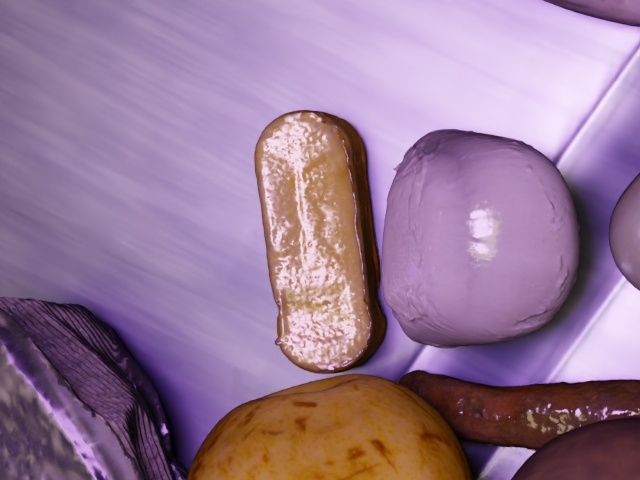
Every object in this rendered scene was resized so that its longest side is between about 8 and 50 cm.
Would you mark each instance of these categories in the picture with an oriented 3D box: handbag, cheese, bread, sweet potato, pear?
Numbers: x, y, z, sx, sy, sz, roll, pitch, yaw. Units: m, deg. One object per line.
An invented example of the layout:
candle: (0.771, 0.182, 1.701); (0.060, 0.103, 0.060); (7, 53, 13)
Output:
handbag: (-0.252, 0.221, 1.571); (0.247, 0.240, 0.341); (-37, 79, 13)
cheese: (0.142, 0.000, 1.486); (0.154, 0.189, 0.198); (2, 91, -15)
bread: (0.000, 0.000, 1.571); (0.102, 0.094, 0.246); (-9, 88, 8)
sweet potato: (0.194, 0.155, 1.518); (0.273, 0.075, 0.075); (2, 90, 21)
pear: (0.010, 0.251, 1.467); (0.280, 0.280, 0.281); (0, 90, 18)

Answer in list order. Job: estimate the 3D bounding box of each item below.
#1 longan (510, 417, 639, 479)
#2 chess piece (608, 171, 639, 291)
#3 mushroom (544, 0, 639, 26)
longan: (0.265, 0.304, 1.374); (0.318, 0.319, 0.319); (0, 90, 18)
chess piece: (0.383, 0.055, 1.413); (0.330, 0.182, 0.182); (40, 101, 19)
mushroom: (0.237, -0.257, 1.482); (0.350, 0.128, 0.128); (19, 95, 21)
